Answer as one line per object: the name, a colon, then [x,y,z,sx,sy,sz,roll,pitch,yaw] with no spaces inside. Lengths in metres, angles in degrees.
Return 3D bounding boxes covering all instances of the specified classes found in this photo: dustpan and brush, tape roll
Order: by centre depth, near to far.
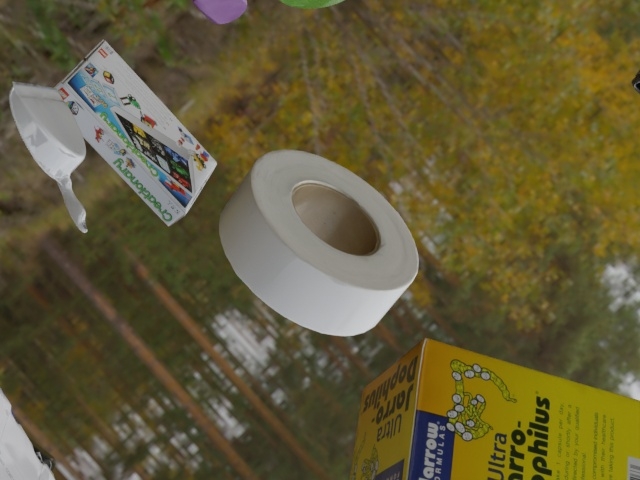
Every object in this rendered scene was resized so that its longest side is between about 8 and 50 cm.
dustpan and brush: [-0.363,-0.112,1.591,0.060,0.211,0.147,-34,176,13]
tape roll: [0.000,0.000,1.652,0.100,0.286,0.286,-54,175,31]

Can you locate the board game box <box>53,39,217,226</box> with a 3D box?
board game box: [-0.323,-0.191,2.006,0.053,0.305,0.193,-33,-162,29]

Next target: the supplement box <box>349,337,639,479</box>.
supplement box: [0.233,0.277,1.349,0.194,0.357,0.195,129,-25,-58]

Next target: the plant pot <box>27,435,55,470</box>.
plant pot: [-0.435,0.287,1.411,0.188,0.187,0.167,-53,-164,-27]

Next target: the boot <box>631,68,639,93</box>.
boot: [0.323,-0.196,1.027,0.161,0.083,0.246,-55,-169,-4]

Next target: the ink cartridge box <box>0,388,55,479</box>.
ink cartridge box: [-0.311,0.258,0.885,0.151,0.270,0.395,-13,-145,9]

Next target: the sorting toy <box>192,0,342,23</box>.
sorting toy: [0.013,-0.370,1.365,0.366,0.126,0.127,-16,154,5]
